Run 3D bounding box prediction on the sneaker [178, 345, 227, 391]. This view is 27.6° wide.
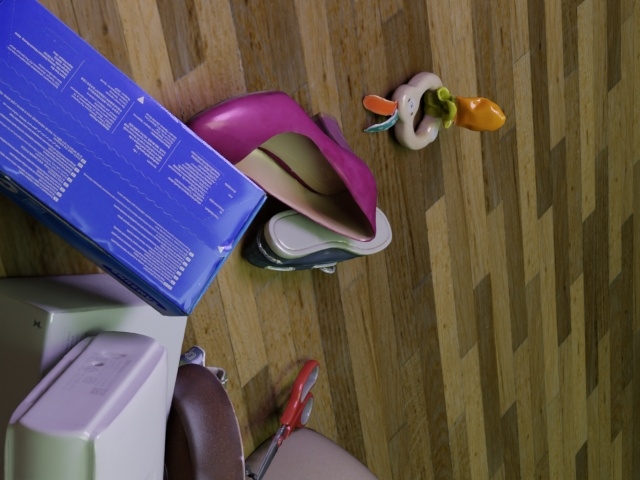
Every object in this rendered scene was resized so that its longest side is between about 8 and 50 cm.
[{"bbox_3d":[-0.150,0.215,1.768,0.086,0.064,0.192,-54,140,-19],"label":"sneaker"}]

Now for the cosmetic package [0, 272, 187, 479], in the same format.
[{"bbox_3d":[-0.288,0.163,1.475,0.225,0.138,0.224,-1,105,-57],"label":"cosmetic package"}]

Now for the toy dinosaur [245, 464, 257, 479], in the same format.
[{"bbox_3d":[-0.161,0.334,1.783,0.268,0.118,0.064,-23,83,-53],"label":"toy dinosaur"}]

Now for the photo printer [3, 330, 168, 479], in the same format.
[{"bbox_3d":[-0.234,0.277,1.314,0.256,0.107,0.307,-59,155,-71],"label":"photo printer"}]

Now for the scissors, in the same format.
[{"bbox_3d":[-0.058,0.272,1.897,0.297,0.021,0.109,-46,149,-62],"label":"scissors"}]

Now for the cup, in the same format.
[{"bbox_3d":[0.016,0.477,1.976,0.331,0.237,0.331,-28,126,-47],"label":"cup"}]

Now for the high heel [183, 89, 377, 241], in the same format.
[{"bbox_3d":[-0.036,-0.086,1.683,0.377,0.127,0.181,-3,66,-57],"label":"high heel"}]

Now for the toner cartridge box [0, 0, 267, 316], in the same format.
[{"bbox_3d":[-0.236,-0.086,1.342,0.348,0.075,0.165,40,70,-21],"label":"toner cartridge box"}]

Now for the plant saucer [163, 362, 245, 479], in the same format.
[{"bbox_3d":[-0.185,0.303,1.576,0.050,0.310,0.310,7,99,-30],"label":"plant saucer"}]

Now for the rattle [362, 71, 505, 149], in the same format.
[{"bbox_3d":[0.171,-0.187,2.001,0.130,0.143,0.200,-60,156,14],"label":"rattle"}]

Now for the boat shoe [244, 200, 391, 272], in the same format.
[{"bbox_3d":[0.000,0.000,1.862,0.254,0.079,0.095,-14,75,-47],"label":"boat shoe"}]
